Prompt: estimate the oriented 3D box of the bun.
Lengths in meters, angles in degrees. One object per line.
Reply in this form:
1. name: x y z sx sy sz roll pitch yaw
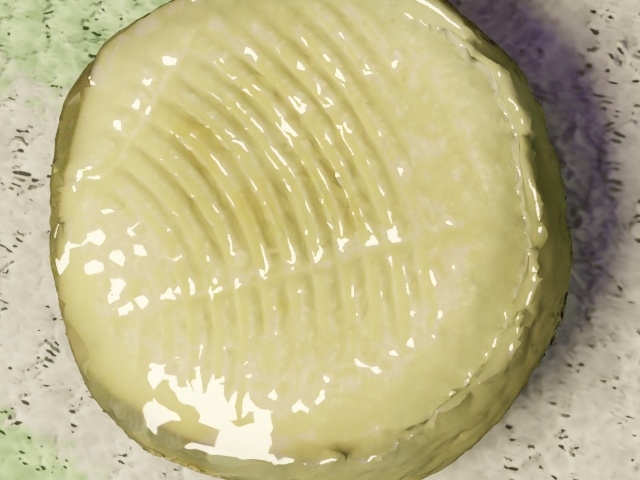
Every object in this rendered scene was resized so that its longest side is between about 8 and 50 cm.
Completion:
1. bun: 0.000 0.000 0.922 0.259 0.152 0.259 -1 81 8
